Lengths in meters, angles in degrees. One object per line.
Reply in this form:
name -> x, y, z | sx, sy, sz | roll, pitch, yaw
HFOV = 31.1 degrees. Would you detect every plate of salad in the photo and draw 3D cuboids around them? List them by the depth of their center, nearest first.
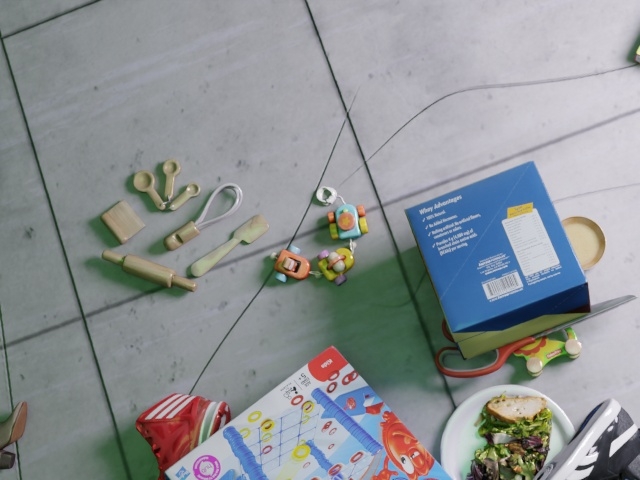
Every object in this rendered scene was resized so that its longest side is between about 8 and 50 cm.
plate of salad -> 0.272, 0.307, 1.652 | 0.199, 0.048, 0.200 | -2, 79, 8

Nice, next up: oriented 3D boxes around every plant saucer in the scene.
plant saucer -> 0.382, 0.005, 1.710 | 0.083, 0.015, 0.083 | -2, 79, 9

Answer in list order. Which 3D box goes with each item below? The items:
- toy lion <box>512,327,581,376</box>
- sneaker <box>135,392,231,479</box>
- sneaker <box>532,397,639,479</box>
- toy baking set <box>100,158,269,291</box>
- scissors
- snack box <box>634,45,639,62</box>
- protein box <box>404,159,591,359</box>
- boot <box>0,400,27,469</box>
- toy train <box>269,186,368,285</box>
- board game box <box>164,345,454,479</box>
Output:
toy lion -> 0.320, 0.143, 1.688 | 0.100, 0.034, 0.096 | -25, 69, 3
sneaker -> -0.225, 0.334, 1.717 | 0.128, 0.087, 0.221 | 13, 69, 20
sneaker -> 0.381, 0.335, 1.595 | 0.121, 0.079, 0.217 | 44, 74, 1
toy baking set -> -0.221, -0.020, 1.801 | 0.256, 0.030, 0.197 | 24, 83, 12
scissors -> 0.312, 0.140, 1.667 | 0.297, 0.021, 0.109 | -6, 63, 14
snack box -> 0.550, -0.317, 1.735 | 0.100, 0.037, 0.141 | 27, 84, 11
protein box -> 0.253, 0.029, 1.642 | 0.199, 0.136, 0.201 | -21, 64, 6
boot -> -0.507, 0.299, 1.778 | 0.087, 0.042, 0.119 | 11, 81, 13
toy train -> 0.000, 0.000, 1.755 | 0.125, 0.046, 0.166 | 28, 85, 12
board game box -> -0.004, 0.354, 1.600 | 0.308, 0.086, 0.302 | -36, 66, -18
